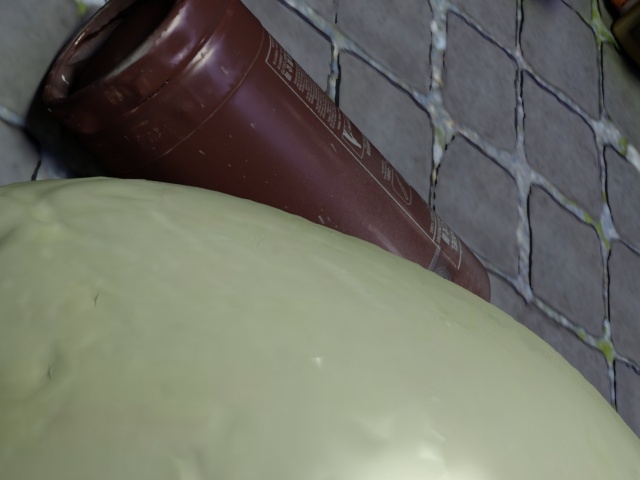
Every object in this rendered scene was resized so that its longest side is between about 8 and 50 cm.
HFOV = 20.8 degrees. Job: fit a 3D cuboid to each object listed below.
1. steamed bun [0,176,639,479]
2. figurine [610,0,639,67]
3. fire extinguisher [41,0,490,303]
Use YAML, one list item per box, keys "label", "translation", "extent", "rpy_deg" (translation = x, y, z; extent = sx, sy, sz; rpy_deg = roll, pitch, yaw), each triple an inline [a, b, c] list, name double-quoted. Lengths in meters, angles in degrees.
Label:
- label: "steamed bun"
  translation: [-0.046, 0.157, 0.466]
  extent: [0.334, 0.312, 0.233]
  rpy_deg: [36, 43, -23]
- label: "figurine"
  translation: [0.249, -0.231, 1.161]
  extent: [0.382, 0.186, 0.261]
  rpy_deg: [53, 32, -9]
- label: "fire extinguisher"
  translation: [0.000, 0.000, 0.783]
  extent: [0.269, 0.105, 0.105]
  rpy_deg: [47, 40, -25]
